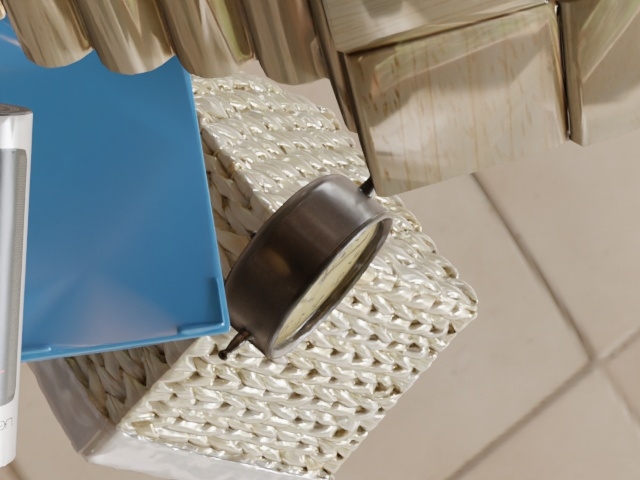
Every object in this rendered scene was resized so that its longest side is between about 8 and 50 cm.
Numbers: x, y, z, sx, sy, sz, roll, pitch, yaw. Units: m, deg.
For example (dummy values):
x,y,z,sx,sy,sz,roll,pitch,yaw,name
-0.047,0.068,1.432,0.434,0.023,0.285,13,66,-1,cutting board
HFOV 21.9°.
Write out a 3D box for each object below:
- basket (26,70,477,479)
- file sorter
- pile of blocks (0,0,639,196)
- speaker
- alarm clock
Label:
x,y,z,sx,sy,sz,roll,pitch,yaw,name
-0.096,0.020,1.482,0.331,0.266,0.328,20,27,-50,basket
-0.131,-0.025,0.841,0.118,0.104,0.170,-7,84,-25,file sorter
-0.073,-0.121,0.382,0.362,0.113,0.149,14,55,22,pile of blocks
-0.138,0.017,0.620,0.055,0.055,0.136,1,99,-26,speaker
0.000,0.000,1.124,0.064,0.129,0.192,43,98,11,alarm clock
